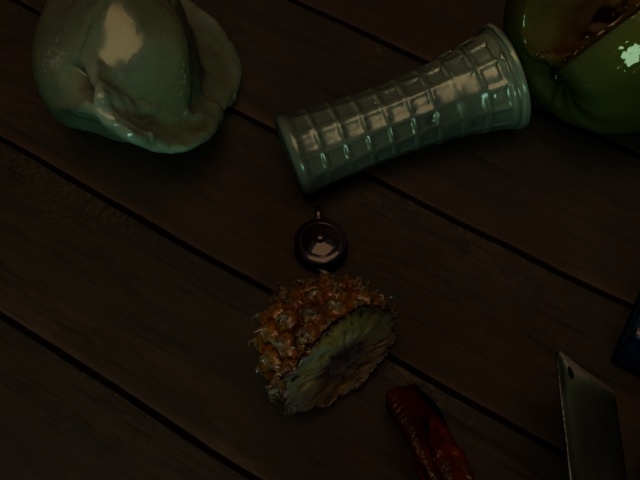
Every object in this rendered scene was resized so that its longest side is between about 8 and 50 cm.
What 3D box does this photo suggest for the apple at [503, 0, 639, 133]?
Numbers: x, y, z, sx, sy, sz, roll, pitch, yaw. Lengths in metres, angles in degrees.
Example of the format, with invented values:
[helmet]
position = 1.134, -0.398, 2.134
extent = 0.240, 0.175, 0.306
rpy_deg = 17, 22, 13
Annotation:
[apple]
position = 0.365, -0.270, 1.023
extent = 0.254, 0.292, 0.292
rpy_deg = -39, 68, -4

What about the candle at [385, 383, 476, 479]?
[candle]
position = 0.116, 0.218, 0.826
extent = 0.084, 0.301, 0.059
rpy_deg = 41, 95, -10

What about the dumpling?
[dumpling]
position = -0.246, -0.251, 1.098
extent = 0.270, 0.212, 0.320
rpy_deg = 1, 75, 1

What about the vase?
[vase]
position = 0.097, -0.158, 1.073
extent = 0.299, 0.143, 0.143
rpy_deg = -20, 65, -3

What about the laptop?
[laptop]
position = 0.279, 0.258, 0.841
extent = 0.015, 0.188, 0.269
rpy_deg = -15, 60, 30

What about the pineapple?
[pineapple]
position = -0.013, 0.092, 0.951
extent = 0.176, 0.161, 0.137
rpy_deg = -37, 57, -14

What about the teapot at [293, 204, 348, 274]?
[teapot]
position = 0.000, 0.000, 1.051
extent = 0.068, 0.045, 0.100
rpy_deg = -5, 65, 0

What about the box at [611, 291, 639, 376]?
[box]
position = 0.510, 0.064, 0.951
extent = 0.261, 0.116, 0.279
rpy_deg = 26, 70, 13

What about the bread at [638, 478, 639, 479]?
[bread]
position = 0.480, 0.266, 0.824
extent = 0.311, 0.121, 0.172
rpy_deg = 24, 105, 14
